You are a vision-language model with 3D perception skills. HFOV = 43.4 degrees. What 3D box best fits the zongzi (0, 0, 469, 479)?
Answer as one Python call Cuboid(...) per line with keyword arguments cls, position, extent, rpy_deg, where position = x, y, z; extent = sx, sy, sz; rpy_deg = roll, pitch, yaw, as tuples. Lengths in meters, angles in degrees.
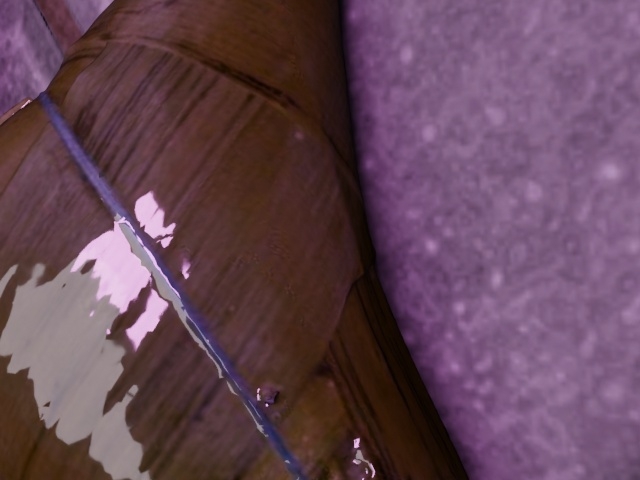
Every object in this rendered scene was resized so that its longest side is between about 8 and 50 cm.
Cuboid(cls="zongzi", position=(0.000, 0.000, 0.380), extent=(0.323, 0.160, 0.360), rpy_deg=(38, 86, 3))
